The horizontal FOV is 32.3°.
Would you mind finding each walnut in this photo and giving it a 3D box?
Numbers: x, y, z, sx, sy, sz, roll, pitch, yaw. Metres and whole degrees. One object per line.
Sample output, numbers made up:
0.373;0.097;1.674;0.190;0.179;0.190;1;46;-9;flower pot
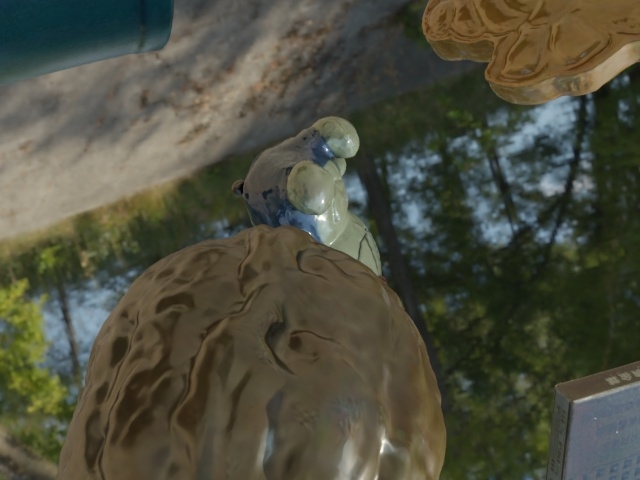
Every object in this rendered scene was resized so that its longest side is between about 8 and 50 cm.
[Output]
-0.030;0.084;0.526;0.178;0.178;0.230;-14;-141;16;walnut

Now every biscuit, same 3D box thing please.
0.288;-0.292;1.256;0.351;0.057;0.312;-28;-137;11;biscuit

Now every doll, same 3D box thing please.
0.000;0.000;1.316;0.154;0.258;0.228;-16;-153;19;doll

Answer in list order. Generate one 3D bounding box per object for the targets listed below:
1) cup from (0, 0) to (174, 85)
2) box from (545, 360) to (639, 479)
-0.217;-0.127;0.380;0.292;0.307;0.242;-17;149;-13;cup
0.379;0.309;1.447;0.180;0.324;0.047;-13;-149;-20;box
